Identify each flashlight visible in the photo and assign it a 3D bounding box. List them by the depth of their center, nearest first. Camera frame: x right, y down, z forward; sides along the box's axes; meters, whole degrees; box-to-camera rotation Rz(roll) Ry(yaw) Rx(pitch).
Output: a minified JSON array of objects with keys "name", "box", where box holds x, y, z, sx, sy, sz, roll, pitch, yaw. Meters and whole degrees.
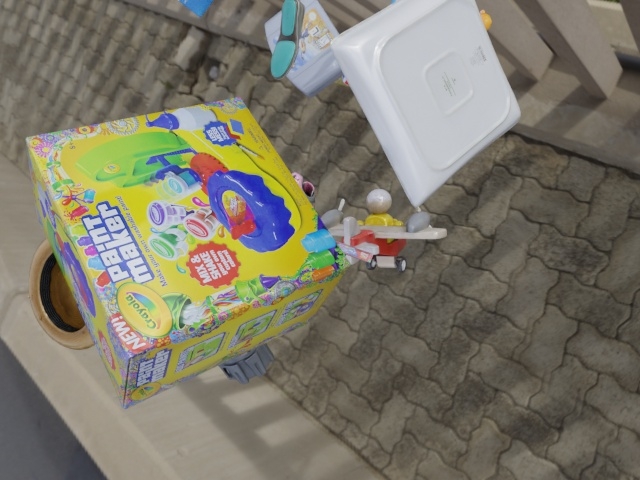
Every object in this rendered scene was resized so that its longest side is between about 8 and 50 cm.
[{"name":"flashlight","box":[-0.174,0.121,0.949,0.103,0.103,0.304,8,137,43]}]

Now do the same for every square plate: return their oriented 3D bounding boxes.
[{"name":"square plate","box":[0.229,-0.298,1.043,0.347,0.344,0.049,59,158,-20]}]

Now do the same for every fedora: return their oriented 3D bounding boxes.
[{"name":"fedora","box":[-0.380,0.075,0.884,0.195,0.079,0.194,3,97,22]}]

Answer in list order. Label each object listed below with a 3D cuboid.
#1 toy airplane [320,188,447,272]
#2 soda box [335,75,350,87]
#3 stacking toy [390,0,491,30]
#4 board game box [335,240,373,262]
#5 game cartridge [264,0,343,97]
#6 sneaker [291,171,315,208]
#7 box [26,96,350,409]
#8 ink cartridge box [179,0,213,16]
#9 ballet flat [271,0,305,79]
[{"name":"toy airplane","box":[0.170,-0.043,1.825,0.384,0.387,0.272,170,107,-76]},{"name":"soda box","box":[0.078,-0.563,1.850,0.181,0.058,0.061,22,140,17]},{"name":"stacking toy","box":[0.359,-0.635,1.594,0.302,0.166,0.175,19,111,40]},{"name":"board game box","box":[0.000,0.000,1.477,0.282,0.145,0.027,20,90,1]},{"name":"game cartridge","box":[-0.042,-0.570,1.601,0.198,0.062,0.297,-32,69,10]},{"name":"sneaker","box":[-0.045,-0.104,1.693,0.112,0.319,0.131,32,88,21]},{"name":"box","box":[-0.171,0.003,0.700,0.289,0.279,0.177,56,146,19]},{"name":"ink cartridge box","box":[-0.274,-0.514,0.950,0.078,0.231,0.134,-38,35,31]},{"name":"ballet flat","box":[-0.078,-0.527,1.451,0.072,0.068,0.213,15,99,26]}]
